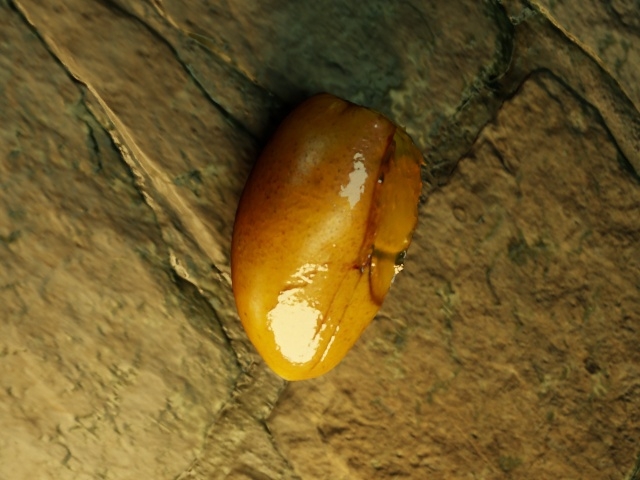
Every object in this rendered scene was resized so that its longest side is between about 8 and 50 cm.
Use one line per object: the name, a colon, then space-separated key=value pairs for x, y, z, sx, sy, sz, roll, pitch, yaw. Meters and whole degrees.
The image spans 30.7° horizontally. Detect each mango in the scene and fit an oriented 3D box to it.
mango: x=0.000 y=0.000 z=1.334 sx=0.199 sy=0.201 sz=0.350 roll=20 pitch=109 yaw=3
